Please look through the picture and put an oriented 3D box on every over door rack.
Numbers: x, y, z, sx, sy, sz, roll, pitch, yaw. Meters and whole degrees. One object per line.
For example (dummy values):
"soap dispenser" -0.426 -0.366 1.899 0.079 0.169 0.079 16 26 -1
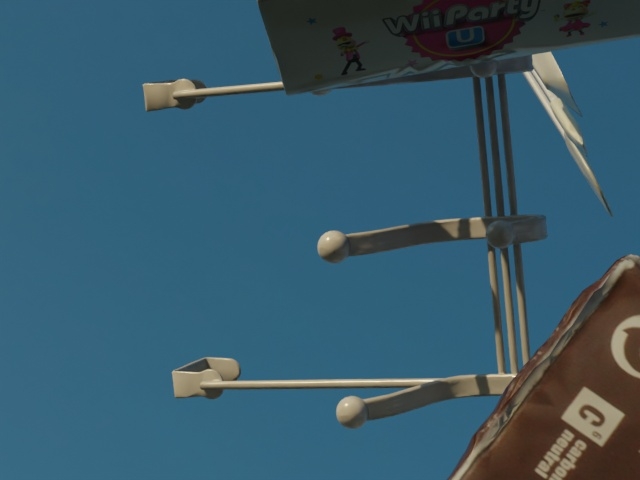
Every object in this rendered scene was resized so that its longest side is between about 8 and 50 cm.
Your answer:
"over door rack" 0.000 0.000 1.141 0.324 0.108 0.239 -1 -84 38

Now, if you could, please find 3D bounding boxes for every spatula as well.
"spatula" 0.195 -0.148 1.484 0.019 0.242 0.168 -28 -48 6

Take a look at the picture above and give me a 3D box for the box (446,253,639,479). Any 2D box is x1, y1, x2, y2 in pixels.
"box" 0.208 0.194 0.575 0.381 0.143 0.191 34 -22 14

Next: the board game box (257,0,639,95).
"board game box" 0.063 -0.251 1.014 0.224 0.303 0.097 -9 -32 4
